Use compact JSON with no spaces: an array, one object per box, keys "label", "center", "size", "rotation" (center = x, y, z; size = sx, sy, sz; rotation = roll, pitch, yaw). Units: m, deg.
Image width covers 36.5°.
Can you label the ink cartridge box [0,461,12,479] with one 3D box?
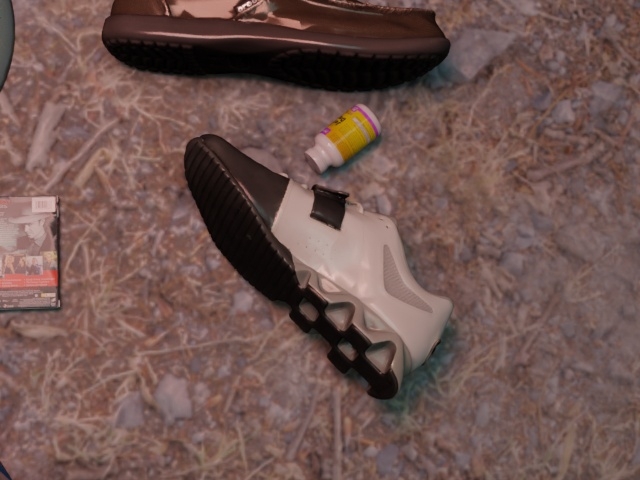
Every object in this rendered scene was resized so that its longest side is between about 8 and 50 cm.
[{"label":"ink cartridge box","center":[-0.325,0.254,0.885],"size":[0.082,0.191,0.140],"rotation":[-33,87,-10]}]

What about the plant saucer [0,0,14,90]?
[{"label":"plant saucer","center":[-0.484,-0.225,1.007],"size":[0.317,0.044,0.318],"rotation":[1,82,-7]}]

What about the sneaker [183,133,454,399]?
[{"label":"sneaker","center":[0.000,0.000,1.013],"size":[0.330,0.122,0.146],"rotation":[47,61,2]}]

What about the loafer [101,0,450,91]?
[{"label":"loafer","center":[-0.041,-0.242,1.018],"size":[0.365,0.134,0.130],"rotation":[5,82,-7]}]

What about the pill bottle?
[{"label":"pill bottle","center":[0.023,-0.109,1.054],"size":[0.083,0.043,0.043],"rotation":[-39,89,-11]}]

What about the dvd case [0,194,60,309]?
[{"label":"dvd case","center":[-0.316,0.013,1.010],"size":[0.087,0.013,0.119],"rotation":[-2,84,-8]}]
